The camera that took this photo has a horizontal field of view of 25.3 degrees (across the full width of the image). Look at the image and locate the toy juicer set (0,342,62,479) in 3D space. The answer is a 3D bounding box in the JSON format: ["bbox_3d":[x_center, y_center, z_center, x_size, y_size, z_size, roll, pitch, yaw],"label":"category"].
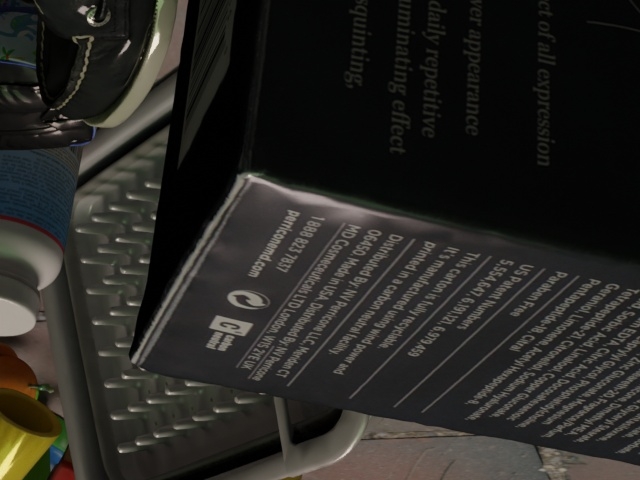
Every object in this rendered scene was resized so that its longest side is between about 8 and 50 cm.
[{"bbox_3d":[-0.372,0.074,1.219,0.329,0.209,0.089,28,103,-15],"label":"toy juicer set"}]

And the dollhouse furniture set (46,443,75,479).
[{"bbox_3d":[-0.358,0.237,1.314,0.374,0.152,0.201,29,110,-7],"label":"dollhouse furniture set"}]

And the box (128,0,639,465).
[{"bbox_3d":[0.134,-0.067,0.711,0.395,0.293,0.212,13,151,-13],"label":"box"}]

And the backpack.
[{"bbox_3d":[-0.194,-0.110,0.899,0.114,0.084,0.105,4,153,12],"label":"backpack"}]

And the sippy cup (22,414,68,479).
[{"bbox_3d":[-0.394,0.307,1.554,0.240,0.224,0.305,5,152,1],"label":"sippy cup"}]

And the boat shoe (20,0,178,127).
[{"bbox_3d":[-0.124,-0.174,0.700,0.113,0.127,0.340,-6,155,-25],"label":"boat shoe"}]

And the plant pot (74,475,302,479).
[{"bbox_3d":[-0.110,0.160,1.226,0.254,0.239,0.254,4,151,2],"label":"plant pot"}]

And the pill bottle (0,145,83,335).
[{"bbox_3d":[-0.217,-0.019,0.990,0.087,0.160,0.087,3,151,2],"label":"pill bottle"}]

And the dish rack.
[{"bbox_3d":[-0.075,0.035,0.983,0.072,0.285,0.333,-1,162,-43],"label":"dish rack"}]
